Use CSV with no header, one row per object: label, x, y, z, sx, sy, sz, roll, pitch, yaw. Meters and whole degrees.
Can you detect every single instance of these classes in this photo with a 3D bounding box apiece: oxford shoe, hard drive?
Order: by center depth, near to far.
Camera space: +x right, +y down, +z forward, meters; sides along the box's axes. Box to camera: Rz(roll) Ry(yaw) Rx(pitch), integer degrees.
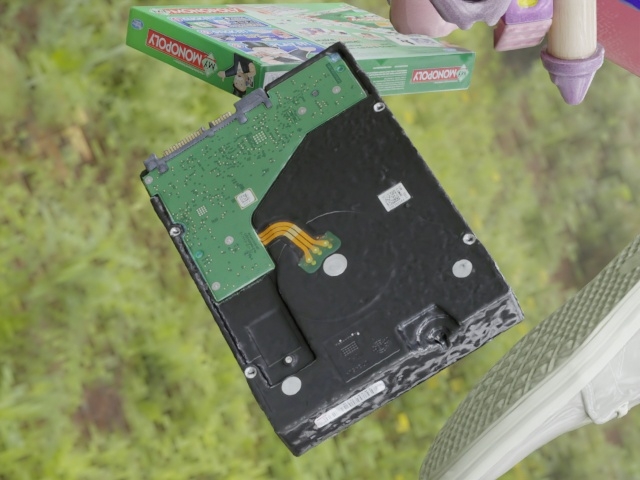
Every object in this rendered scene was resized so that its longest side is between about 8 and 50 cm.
hard drive,0.000,0.000,1.587,0.339,0.237,0.064,58,0,35
oxford shoe,0.283,0.106,1.661,0.130,0.449,0.169,51,-6,-12

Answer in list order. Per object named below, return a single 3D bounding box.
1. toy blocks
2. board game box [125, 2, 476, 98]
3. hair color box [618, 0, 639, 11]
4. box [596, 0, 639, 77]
toy blocks,0.191,-0.214,1.435,0.309,0.289,0.260,-111,-165,-58
board game box,-0.018,-0.204,1.889,0.317,0.213,0.046,-8,116,-43
hair color box,0.213,-0.212,0.921,0.339,0.110,0.185,18,81,-38
box,0.311,-0.288,1.841,0.232,0.127,0.148,25,61,-27
